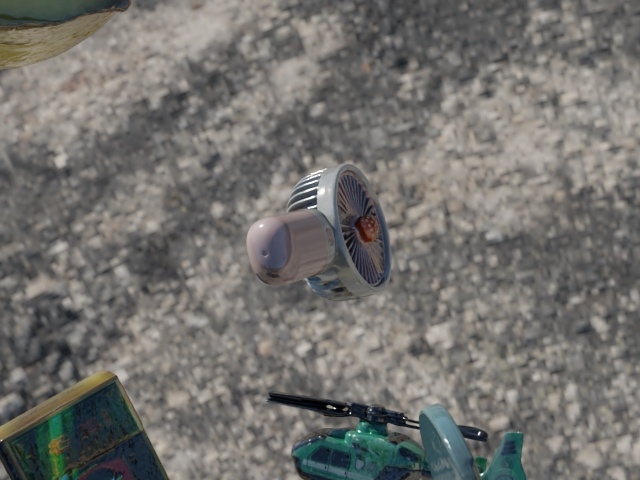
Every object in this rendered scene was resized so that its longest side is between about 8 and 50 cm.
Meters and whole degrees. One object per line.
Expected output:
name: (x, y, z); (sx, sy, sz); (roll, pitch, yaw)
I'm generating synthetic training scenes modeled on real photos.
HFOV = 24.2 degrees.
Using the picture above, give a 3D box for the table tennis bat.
table tennis bat: (0.154, 0.283, 1.487); (0.044, 0.215, 0.329); (-17, 17, -4)

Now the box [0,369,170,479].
box: (-0.255, 0.289, 1.708); (0.159, 0.240, 0.071); (-30, 12, -18)

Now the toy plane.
toy plane: (0.099, 0.302, 2.039); (0.382, 0.155, 0.106); (10, 9, 27)

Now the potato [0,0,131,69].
potato: (-0.199, -0.211, 0.942); (0.243, 0.242, 0.285); (8, 57, 31)

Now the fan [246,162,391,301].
fan: (0.000, 0.000, 1.388); (0.074, 0.130, 0.244); (-14, 1, 23)
